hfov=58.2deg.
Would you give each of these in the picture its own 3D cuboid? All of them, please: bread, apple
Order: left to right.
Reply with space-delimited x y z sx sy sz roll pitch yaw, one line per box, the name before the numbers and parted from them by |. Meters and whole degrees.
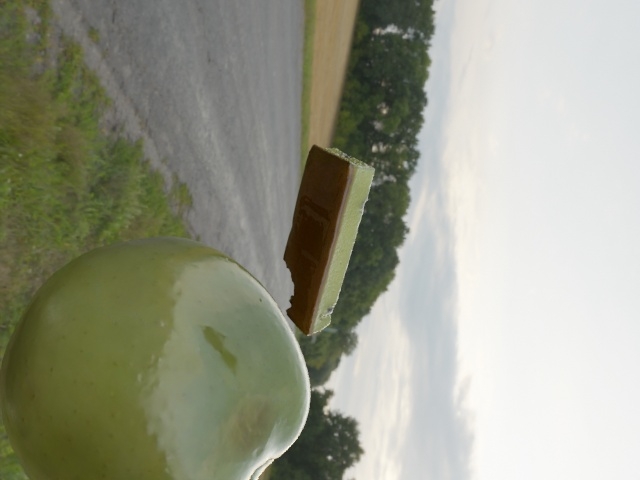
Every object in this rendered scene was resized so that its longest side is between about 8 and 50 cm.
apple | -0.251 0.229 0.915 0.473 0.474 0.473 10 90 -90
bread | 0.000 0.000 0.723 0.088 0.049 0.226 34 -64 43
